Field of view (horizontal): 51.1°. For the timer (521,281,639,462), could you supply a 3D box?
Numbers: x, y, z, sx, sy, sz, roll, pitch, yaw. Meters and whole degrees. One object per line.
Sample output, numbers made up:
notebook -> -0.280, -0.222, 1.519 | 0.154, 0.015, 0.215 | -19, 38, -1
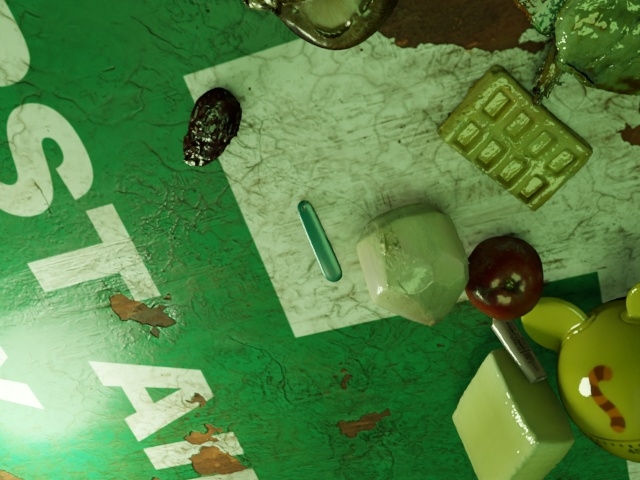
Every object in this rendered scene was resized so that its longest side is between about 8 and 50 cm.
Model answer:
timer -> 0.635, 0.241, 1.346 | 0.376, 0.376, 0.387 | -30, 103, 20

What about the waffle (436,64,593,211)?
waffle -> 0.372, -0.186, 1.272 | 0.274, 0.057, 0.168 | 36, 116, -15

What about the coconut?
coconut -> 0.187, 0.052, 1.318 | 0.224, 0.233, 0.224 | -12, 156, -6

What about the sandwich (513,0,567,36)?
sandwich -> 0.378, -0.465, 1.098 | 0.159, 0.079, 0.235 | 22, 120, -8

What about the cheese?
cheese -> 0.413, 0.405, 1.469 | 0.124, 0.242, 0.265 | -5, 136, -21

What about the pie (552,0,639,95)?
pie -> 0.497, -0.322, 1.102 | 0.248, 0.090, 0.201 | 21, 137, -16

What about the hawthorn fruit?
hawthorn fruit -> 0.369, 0.079, 1.359 | 0.173, 0.173, 0.172 | 2, 120, 4

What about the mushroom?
mushroom -> 0.001, -0.457, 1.093 | 0.278, 0.163, 0.297 | -22, 116, 7

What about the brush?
brush -> 0.000, 0.000, 1.431 | 0.043, 0.032, 0.193 | -18, 105, 19

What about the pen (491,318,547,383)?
pen -> 0.415, 0.214, 1.439 | 0.053, 0.197, 0.032 | -11, 145, -27

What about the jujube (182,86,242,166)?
jujube -> -0.209, -0.217, 1.287 | 0.104, 0.104, 0.166 | 29, 129, -12

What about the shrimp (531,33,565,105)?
shrimp -> 0.450, -0.310, 1.195 | 0.124, 0.034, 0.178 | 17, 102, -20
